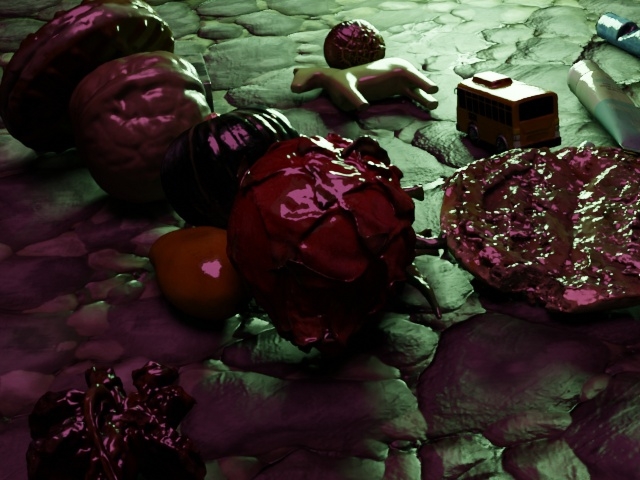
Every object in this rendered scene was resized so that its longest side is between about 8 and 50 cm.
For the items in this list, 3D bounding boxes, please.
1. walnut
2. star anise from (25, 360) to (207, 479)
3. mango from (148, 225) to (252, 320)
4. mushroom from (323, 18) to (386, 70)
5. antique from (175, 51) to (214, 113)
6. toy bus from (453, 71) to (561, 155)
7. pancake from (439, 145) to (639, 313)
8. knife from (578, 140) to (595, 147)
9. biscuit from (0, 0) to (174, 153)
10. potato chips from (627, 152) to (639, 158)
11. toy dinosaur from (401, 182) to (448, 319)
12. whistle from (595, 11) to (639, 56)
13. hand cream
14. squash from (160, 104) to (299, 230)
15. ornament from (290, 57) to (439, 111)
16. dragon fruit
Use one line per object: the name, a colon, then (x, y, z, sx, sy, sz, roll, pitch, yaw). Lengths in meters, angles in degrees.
walnut: (-0.282, -0.179, 1.789, 0.248, 0.248, 0.248, -3, 30, 2)
star anise: (-0.224, 0.206, 1.231, 0.220, 0.125, 0.190, 13, 31, 31)
mango: (-0.165, 0.036, 1.545, 0.136, 0.099, 0.227, -25, 27, -21)
mushroom: (0.068, -0.378, 2.216, 0.126, 0.109, 0.085, -28, 40, -8)
antique: (-0.253, -0.285, 2.105, 0.088, 0.086, 0.183, -7, 30, -8)
toy bus: (0.310, -0.217, 1.891, 0.098, 0.114, 0.201, -15, 23, -19)
pancake: (0.351, -0.021, 1.586, 0.382, 0.071, 0.382, 0, 38, 0)
knife: (0.403, -0.096, 1.741, 0.028, 0.015, 0.210, 11, 40, 12)
biscuit: (-0.393, -0.281, 1.902, 0.332, 0.332, 0.103, -26, 69, -33)
potato chips: (0.418, -0.098, 1.779, 0.220, 0.029, 0.202, -13, 32, -11)
toy dinosaur: (0.017, 0.001, 1.595, 0.301, 0.087, 0.447, -7, 26, -3)
whistle: (0.656, -0.379, 2.198, 0.062, 0.062, 0.304, -15, 32, -20)
hand cream: (0.509, -0.223, 1.934, 0.111, 0.070, 0.312, 12, 27, -20)
squash: (-0.125, -0.106, 1.641, 0.218, 0.218, 0.172, -27, 79, -34)
ornament: (0.070, -0.292, 2.107, 0.230, 0.061, 0.245, -16, 34, -17)
dragon fruit: (0.000, 0.000, 1.416, 0.244, 0.244, 0.298, -2, 64, 3)
